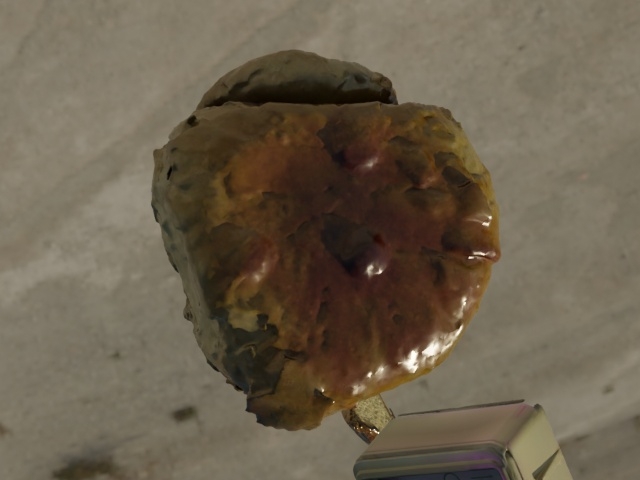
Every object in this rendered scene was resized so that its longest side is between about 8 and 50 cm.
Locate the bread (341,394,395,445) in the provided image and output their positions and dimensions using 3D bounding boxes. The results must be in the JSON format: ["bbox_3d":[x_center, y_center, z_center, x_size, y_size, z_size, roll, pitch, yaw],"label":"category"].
[{"bbox_3d":[0.056,0.236,1.879,0.044,0.129,0.126,-35,141,16],"label":"bread"}]

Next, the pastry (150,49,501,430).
[{"bbox_3d":[0.000,0.000,0.803,0.218,0.229,0.100,18,173,-17],"label":"pastry"}]

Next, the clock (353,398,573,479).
[{"bbox_3d":[0.129,0.225,1.025,0.147,0.192,0.071,-13,-163,40],"label":"clock"}]
